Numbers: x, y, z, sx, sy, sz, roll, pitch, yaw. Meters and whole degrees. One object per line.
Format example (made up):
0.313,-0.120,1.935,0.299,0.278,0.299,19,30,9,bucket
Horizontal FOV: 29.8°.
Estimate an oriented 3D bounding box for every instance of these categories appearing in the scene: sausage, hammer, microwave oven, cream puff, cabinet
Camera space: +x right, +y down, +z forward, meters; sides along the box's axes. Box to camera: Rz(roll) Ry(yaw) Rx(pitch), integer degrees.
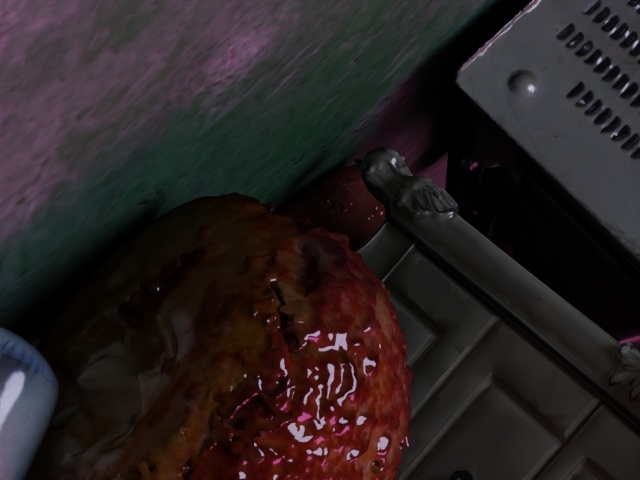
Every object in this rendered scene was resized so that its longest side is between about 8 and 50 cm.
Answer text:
0.000,0.000,0.833,0.141,0.076,0.076,-38,171,-6,sausage
-0.175,0.071,0.480,0.194,0.069,0.116,64,46,-66,hammer
0.264,-0.029,0.906,0.247,0.333,0.394,-45,169,-3,microwave oven
-0.058,0.091,0.604,0.164,0.240,0.240,30,117,-35,cream puff
0.083,0.161,0.730,0.290,0.318,0.227,-49,139,2,cabinet
